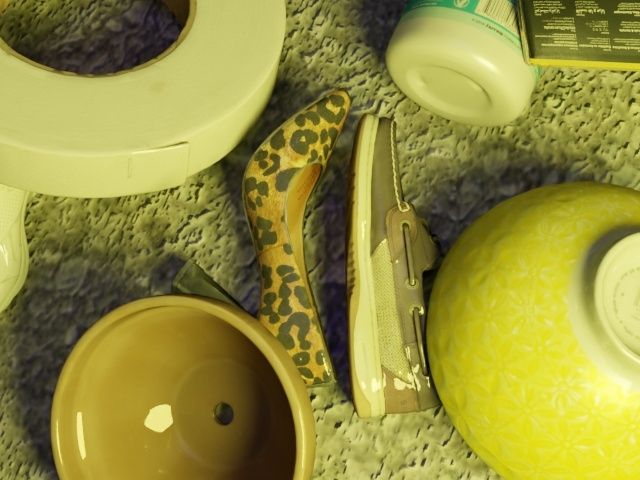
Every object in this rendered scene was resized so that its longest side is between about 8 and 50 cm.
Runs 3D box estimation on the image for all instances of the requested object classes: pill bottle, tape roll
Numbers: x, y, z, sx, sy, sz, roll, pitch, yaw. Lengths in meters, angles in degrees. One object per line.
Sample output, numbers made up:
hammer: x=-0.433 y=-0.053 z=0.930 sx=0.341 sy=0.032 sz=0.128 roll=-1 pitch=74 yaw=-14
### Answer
pill bottle: x=0.177 y=-0.255 z=1.057 sx=0.146 sy=0.146 sz=0.264 roll=22 pitch=73 yaw=12
tape roll: x=-0.226 y=-0.215 z=1.054 sx=0.392 sy=0.072 sz=0.392 roll=5 pitch=57 yaw=-8

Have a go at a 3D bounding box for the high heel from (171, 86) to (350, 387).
high heel: x=0.000 y=0.000 z=1.002 sx=0.186 sy=0.093 sz=0.261 roll=36 pitch=93 yaw=22

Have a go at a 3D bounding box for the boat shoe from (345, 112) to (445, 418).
boat shoe: x=0.070 y=0.021 z=0.996 sx=0.092 sy=0.103 sz=0.285 roll=0 pitch=74 yaw=-1

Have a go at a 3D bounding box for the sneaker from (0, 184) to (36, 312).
sneaker: x=-0.329 y=-0.035 z=1.035 sx=0.090 sy=0.115 sz=0.232 roll=6 pitch=71 yaw=7

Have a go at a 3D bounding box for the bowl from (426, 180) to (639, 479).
bowl: x=0.248 y=0.070 z=0.893 sx=0.289 sy=0.156 sz=0.289 roll=4 pitch=72 yaw=-12

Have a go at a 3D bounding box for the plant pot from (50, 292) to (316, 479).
plant pot: x=-0.105 y=0.160 z=0.931 sx=0.237 sy=0.110 sz=0.237 roll=1 pitch=93 yaw=19

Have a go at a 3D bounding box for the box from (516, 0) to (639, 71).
box: x=0.376 y=-0.219 z=0.929 sx=0.322 sy=0.079 sz=0.257 roll=12 pitch=36 yaw=43
